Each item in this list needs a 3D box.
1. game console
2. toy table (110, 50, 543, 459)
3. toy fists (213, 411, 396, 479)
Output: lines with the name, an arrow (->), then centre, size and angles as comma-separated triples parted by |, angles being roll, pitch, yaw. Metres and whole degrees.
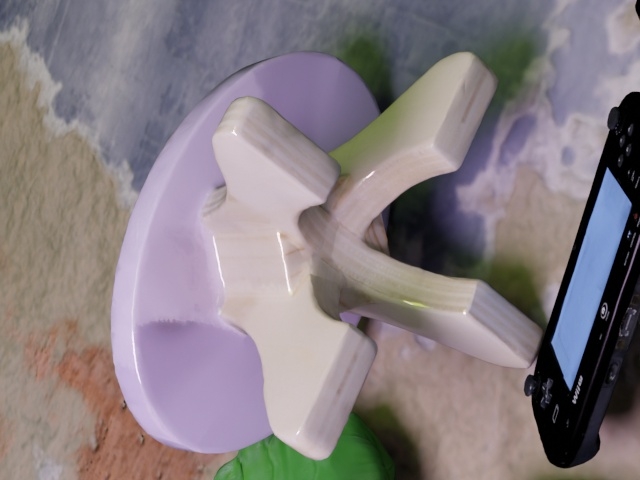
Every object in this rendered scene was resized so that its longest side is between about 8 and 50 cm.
game console -> 0.168, -0.046, 0.664 | 0.044, 0.213, 0.361 | 14, 111, 4
toy table -> 0.000, 0.000, 0.782 | 0.161, 0.252, 0.274 | -3, 67, 52
toy fists -> -0.048, 0.226, 0.866 | 0.279, 0.096, 0.142 | -49, 38, 27
